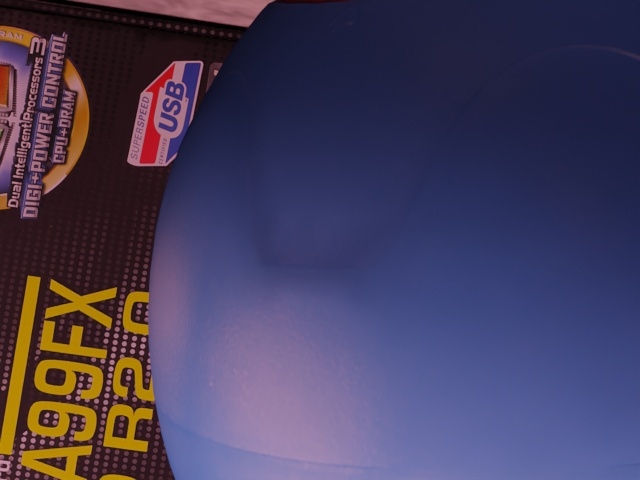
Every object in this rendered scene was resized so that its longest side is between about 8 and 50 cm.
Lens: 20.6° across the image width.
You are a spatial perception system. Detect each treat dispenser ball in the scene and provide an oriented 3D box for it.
[{"bbox_3d":[0.091,0.022,0.540,0.288,0.288,0.288,7,167,2],"label":"treat dispenser ball"}]

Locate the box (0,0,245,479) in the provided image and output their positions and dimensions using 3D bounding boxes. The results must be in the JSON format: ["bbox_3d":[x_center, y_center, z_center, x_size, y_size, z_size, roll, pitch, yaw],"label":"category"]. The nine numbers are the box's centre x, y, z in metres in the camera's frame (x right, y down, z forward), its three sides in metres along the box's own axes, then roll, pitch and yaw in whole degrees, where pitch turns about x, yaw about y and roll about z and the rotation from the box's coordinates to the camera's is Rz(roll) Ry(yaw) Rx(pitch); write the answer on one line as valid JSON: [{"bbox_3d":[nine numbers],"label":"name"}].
[{"bbox_3d":[-0.092,0.039,0.749,0.216,0.270,0.060,9,168,-3],"label":"box"}]
